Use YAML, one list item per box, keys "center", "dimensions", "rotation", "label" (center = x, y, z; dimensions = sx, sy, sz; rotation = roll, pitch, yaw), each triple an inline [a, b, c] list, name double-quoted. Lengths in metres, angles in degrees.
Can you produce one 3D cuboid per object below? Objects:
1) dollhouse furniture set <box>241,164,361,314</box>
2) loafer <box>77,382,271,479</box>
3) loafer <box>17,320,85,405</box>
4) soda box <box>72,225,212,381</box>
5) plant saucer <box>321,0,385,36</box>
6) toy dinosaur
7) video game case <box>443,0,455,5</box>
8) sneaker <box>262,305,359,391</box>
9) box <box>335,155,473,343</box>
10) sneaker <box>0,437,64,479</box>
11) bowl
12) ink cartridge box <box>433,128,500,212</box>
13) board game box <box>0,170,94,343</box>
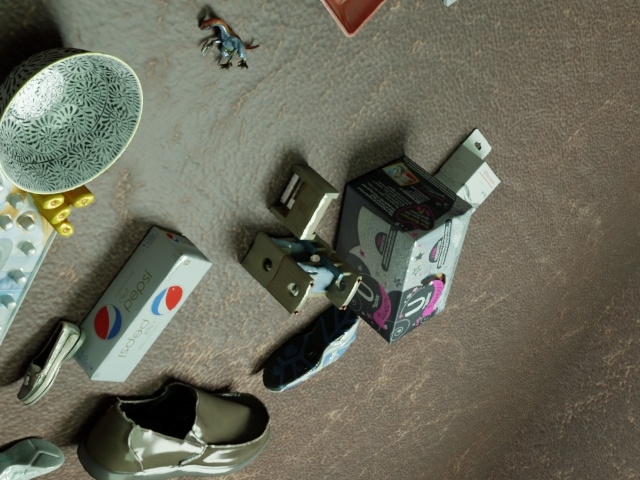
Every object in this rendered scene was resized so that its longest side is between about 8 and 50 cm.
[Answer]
- center: [0.000, 0.000, 1.549]
  dimensions: [0.129, 0.129, 0.183]
  rotation: [-2, 128, -52]
  label: "dollhouse furniture set"
- center: [-0.203, 0.296, 1.640]
  dimensions: [0.366, 0.134, 0.130]
  rotation: [-4, 130, -50]
  label: "loafer"
- center: [-0.364, 0.159, 1.366]
  dimensions: [0.125, 0.045, 0.039]
  rotation: [-52, 134, -4]
  label: "loafer"
- center: [-0.246, 0.088, 1.398]
  dimensions: [0.216, 0.069, 0.074]
  rotation: [-52, 151, 10]
  label: "soda box"
- center: [0.062, -0.404, 1.224]
  dimensions: [0.258, 0.048, 0.259]
  rotation: [-48, 151, 1]
  label: "plant saucer"
- center: [-0.113, -0.238, 1.227]
  dimensions: [0.082, 0.047, 0.090]
  rotation: [80, 25, -45]
  label: "toy dinosaur"
- center: [0.222, -0.398, 1.476]
  dimensions: [0.122, 0.011, 0.087]
  rotation: [-36, 148, -19]
  label: "video game case"
- center: [-0.010, 0.205, 1.835]
  dimensions: [0.211, 0.080, 0.081]
  rotation: [-35, 145, -18]
  label: "sneaker"
- center: [0.127, 0.019, 1.701]
  dimensions: [0.142, 0.163, 0.247]
  rotation: [-29, 146, -32]
  label: "box"
- center: [-0.437, 0.322, 1.460]
  dimensions: [0.152, 0.053, 0.061]
  rotation: [-5, 140, -42]
  label: "sneaker"
- center: [-0.277, -0.139, 1.070]
  dimensions: [0.170, 0.080, 0.170]
  rotation: [-33, 148, -24]
  label: "bowl"
- center: [0.250, -0.098, 1.825]
  dimensions: [0.180, 0.060, 0.104]
  rotation: [-49, 150, 4]
  label: "ink cartridge box"
- center: [-0.473, 0.077, 1.109]
  dimensions: [0.390, 0.050, 0.390]
  rotation: [2, 125, -54]
  label: "board game box"
